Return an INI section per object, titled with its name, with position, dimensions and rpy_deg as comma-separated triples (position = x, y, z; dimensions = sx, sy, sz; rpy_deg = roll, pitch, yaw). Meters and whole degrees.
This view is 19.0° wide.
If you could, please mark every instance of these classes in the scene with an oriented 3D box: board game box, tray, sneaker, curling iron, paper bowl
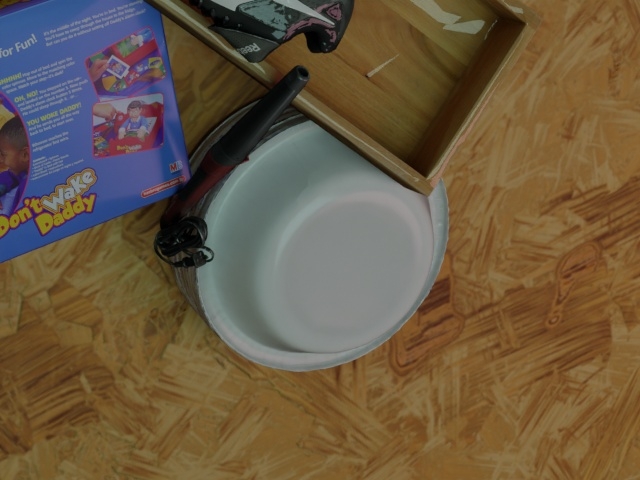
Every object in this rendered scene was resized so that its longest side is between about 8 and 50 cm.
[board game box]
position = -0.300, -0.103, 1.748
dimensions = 0.347, 0.078, 0.233
rpy_deg = -22, 121, -25
[tray]
position = -0.009, -0.236, 1.756
dimensions = 0.411, 0.076, 0.202
rpy_deg = 34, 87, -24
[sneaker]
position = -0.071, -0.208, 1.652
dimensions = 0.234, 0.078, 0.106
rpy_deg = 6, 97, -26
[curling iron]
position = -0.079, -0.068, 1.779
dimensions = 0.035, 0.068, 0.274
rpy_deg = -26, 160, -50
[paper bowl]
position = 0.000, 0.000, 1.932
dimensions = 0.284, 0.148, 0.284
rpy_deg = -11, 116, -23
